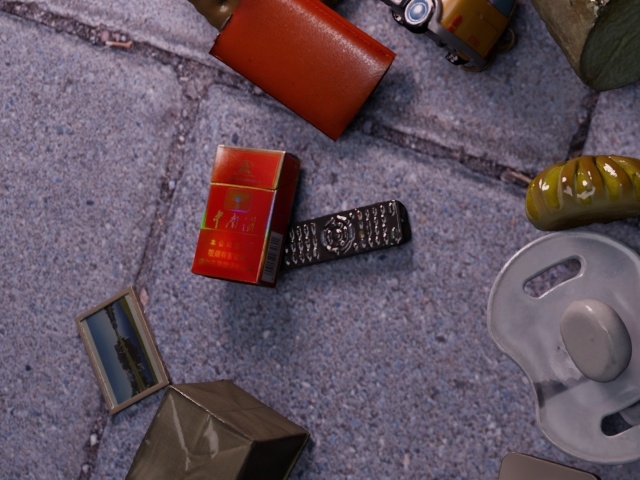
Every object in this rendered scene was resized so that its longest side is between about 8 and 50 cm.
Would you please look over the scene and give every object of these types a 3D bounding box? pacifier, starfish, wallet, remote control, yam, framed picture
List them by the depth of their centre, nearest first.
[{"bbox_3d":[0.314,0.105,1.774,0.227,0.207,0.279,-29,74,6],"label":"pacifier"},{"bbox_3d":[0.297,-0.337,1.825,0.168,0.168,0.304,-36,71,22],"label":"yam"},{"bbox_3d":[0.198,-0.244,1.946,0.091,0.028,0.078,-1,82,31],"label":"starfish"},{"bbox_3d":[-0.023,-0.236,2.009,0.204,0.045,0.142,35,114,-1],"label":"wallet"},{"bbox_3d":[0.000,0.000,2.043,0.245,0.025,0.063,-12,81,28],"label":"remote control"},{"bbox_3d":[-0.272,0.151,2.190,0.109,0.011,0.149,-30,75,24],"label":"framed picture"}]

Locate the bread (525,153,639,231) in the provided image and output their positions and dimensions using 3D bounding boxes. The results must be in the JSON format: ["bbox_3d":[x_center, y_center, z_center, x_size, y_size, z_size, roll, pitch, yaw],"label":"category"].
[{"bbox_3d":[0.303,-0.057,1.849,0.157,0.094,0.083,-13,86,35],"label":"bread"}]

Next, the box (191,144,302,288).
[{"bbox_3d":[-0.096,-0.032,2.063,0.112,0.048,0.175,7,83,34],"label":"box"}]

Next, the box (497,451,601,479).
[{"bbox_3d":[0.270,0.304,1.884,0.126,0.031,0.091,12,93,27],"label":"box"}]

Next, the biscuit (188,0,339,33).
[{"bbox_3d":[-0.033,-0.383,2.004,0.325,0.044,0.217,-38,111,20],"label":"biscuit"}]

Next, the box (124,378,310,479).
[{"bbox_3d":[-0.151,0.311,2.041,0.155,0.149,0.231,32,102,24],"label":"box"}]

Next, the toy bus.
[{"bbox_3d":[0.139,-0.310,1.912,0.209,0.126,0.136,42,99,38],"label":"toy bus"}]
